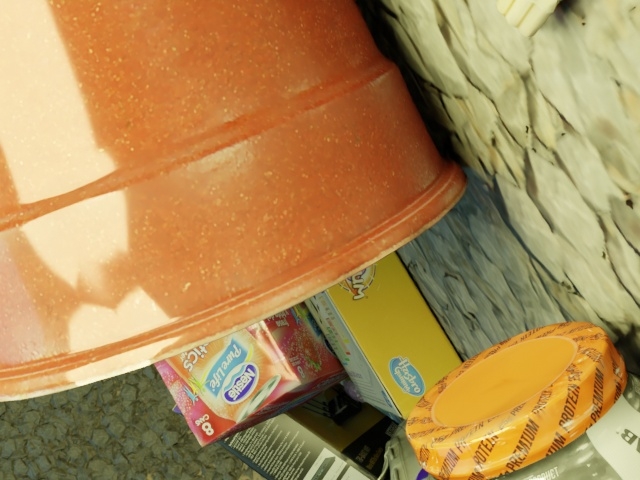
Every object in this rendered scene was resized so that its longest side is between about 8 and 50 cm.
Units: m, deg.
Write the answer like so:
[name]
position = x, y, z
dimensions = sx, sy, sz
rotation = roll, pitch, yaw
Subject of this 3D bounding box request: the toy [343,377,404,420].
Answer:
[toy]
position = 0.031, 0.152, 1.340
dimensions = 0.237, 0.056, 0.137
rotation = 58, 174, 6

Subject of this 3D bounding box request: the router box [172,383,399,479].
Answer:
[router box]
position = -0.024, 0.229, 1.278
dimensions = 0.243, 0.081, 0.309
rotation = 33, -174, 9

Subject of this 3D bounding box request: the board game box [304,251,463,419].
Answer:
[board game box]
position = 0.000, 0.000, 0.893
dimensions = 0.316, 0.064, 0.242
rotation = 59, 173, 2

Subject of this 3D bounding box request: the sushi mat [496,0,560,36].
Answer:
[sushi mat]
position = 0.038, -0.155, 0.180
dimensions = 0.151, 0.019, 0.316
rotation = 57, 173, 7

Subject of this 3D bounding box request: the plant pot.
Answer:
[plant pot]
position = -0.101, -0.106, 0.478
dimensions = 0.272, 0.272, 0.265
rotation = -148, 37, -75

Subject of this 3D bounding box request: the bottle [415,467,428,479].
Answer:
[bottle]
position = 0.125, 0.186, 0.683
dimensions = 0.118, 0.092, 0.283
rotation = 57, 172, 14

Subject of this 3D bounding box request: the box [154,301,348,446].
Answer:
[box]
position = -0.047, 0.111, 1.052
dimensions = 0.122, 0.128, 0.257
rotation = 59, -161, 11

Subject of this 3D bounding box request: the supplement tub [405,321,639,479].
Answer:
[supplement tub]
position = 0.120, 0.137, 0.421
dimensions = 0.190, 0.117, 0.117
rotation = 60, 173, -9

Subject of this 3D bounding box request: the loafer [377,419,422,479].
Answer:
[loafer]
position = 0.099, 0.245, 1.031
dimensions = 0.112, 0.111, 0.319
rotation = 58, 173, 6
